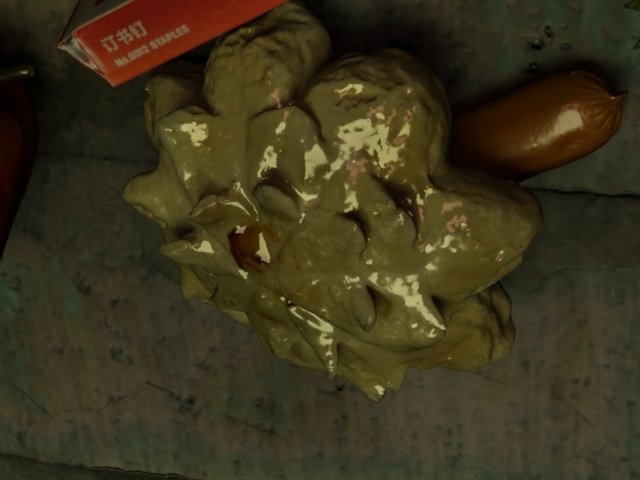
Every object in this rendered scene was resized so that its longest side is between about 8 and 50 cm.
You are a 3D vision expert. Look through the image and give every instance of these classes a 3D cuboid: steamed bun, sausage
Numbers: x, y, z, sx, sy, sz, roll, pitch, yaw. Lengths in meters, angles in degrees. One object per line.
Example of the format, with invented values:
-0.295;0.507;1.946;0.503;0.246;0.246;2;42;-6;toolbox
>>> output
0.000;0.000;1.274;0.292;0.137;0.295;12;132;25;steamed bun
0.122;-0.065;1.267;0.183;0.054;0.062;-19;96;34;sausage

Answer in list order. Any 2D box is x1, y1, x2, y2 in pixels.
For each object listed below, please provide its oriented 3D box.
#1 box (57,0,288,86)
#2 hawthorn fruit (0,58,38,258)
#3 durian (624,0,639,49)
-0.050;-0.182;1.175;0.229;0.123;0.050;-21;123;32;box
-0.292;-0.052;1.314;0.261;0.224;0.224;-40;111;16;hawthorn fruit
0.349;-0.110;1.070;0.394;0.163;0.198;19;108;38;durian
